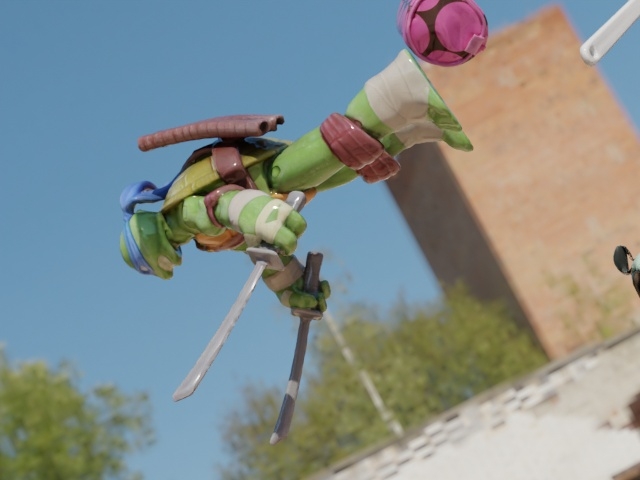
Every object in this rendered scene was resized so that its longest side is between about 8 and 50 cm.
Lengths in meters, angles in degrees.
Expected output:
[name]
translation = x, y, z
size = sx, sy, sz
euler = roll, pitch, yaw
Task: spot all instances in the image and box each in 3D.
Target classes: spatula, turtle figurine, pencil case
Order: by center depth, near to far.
[turtle figurine]
translation = 0.000, 0.000, 1.292
size = 0.266, 0.275, 0.198
euler = -35, -45, 5
[spatula]
translation = 0.210, -0.233, 1.321
size = 0.019, 0.168, 0.242
euler = -23, 12, 40
[pencil case]
translation = 0.135, -0.234, 1.887
size = 0.095, 0.098, 0.209
euler = -49, 5, 11

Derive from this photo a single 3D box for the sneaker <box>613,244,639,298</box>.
[sneaker]
translation = 0.298, 0.026, 1.300
size = 0.151, 0.094, 0.256
euler = -47, -31, 0
